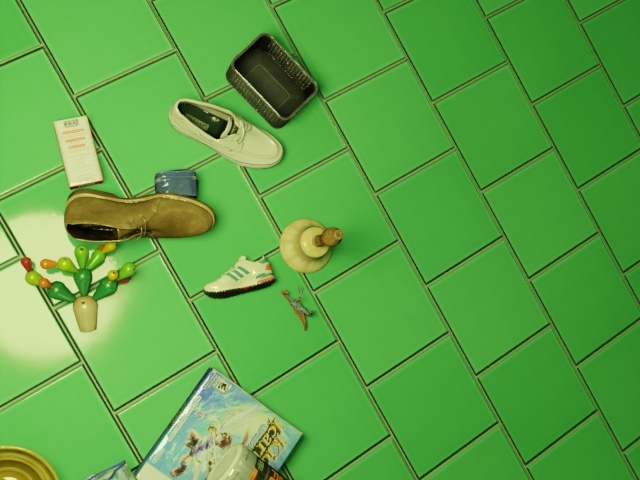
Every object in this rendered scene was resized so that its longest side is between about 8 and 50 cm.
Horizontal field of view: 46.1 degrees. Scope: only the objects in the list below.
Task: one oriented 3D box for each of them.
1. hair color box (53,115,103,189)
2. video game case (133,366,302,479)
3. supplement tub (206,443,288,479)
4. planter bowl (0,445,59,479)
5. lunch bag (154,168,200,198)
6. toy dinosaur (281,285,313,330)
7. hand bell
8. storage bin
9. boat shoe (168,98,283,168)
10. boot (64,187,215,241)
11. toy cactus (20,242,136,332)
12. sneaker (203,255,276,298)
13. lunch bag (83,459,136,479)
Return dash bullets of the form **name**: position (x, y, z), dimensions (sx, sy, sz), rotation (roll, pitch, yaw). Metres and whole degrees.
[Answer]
- **hair color box**: position (-0.507, -0.183, 1.575), dimensions (0.071, 0.043, 0.141), rotation (-14, 89, -17)
- **video game case**: position (-0.211, 0.448, 1.584), dimensions (0.244, 0.061, 0.270), rotation (38, 75, -10)
- **supplement tub**: position (-0.126, 0.508, 1.510), dimensions (0.190, 0.117, 0.117), rotation (41, 75, -12)
- **planter bowl**: position (-0.608, 0.498, 1.444), dimensions (0.217, 0.090, 0.217), rotation (2, 84, -17)
- **lunch bag**: position (-0.306, -0.121, 1.615), dimensions (0.098, 0.067, 0.065), rotation (-6, 86, -17)
- **toy dinosaur**: position (-0.056, 0.145, 1.676), dimensions (0.082, 0.047, 0.090), rotation (22, 88, 5)
- **hand bell**: position (0.000, 0.000, 1.601), dimensions (0.126, 0.242, 0.126), rotation (2, 84, -16)
- **storage bin**: position (-0.111, -0.357, 1.691), dimensions (0.180, 0.084, 0.122), rotation (45, 74, -7)
- **boat shoe**: position (-0.201, -0.240, 1.648), dimensions (0.267, 0.088, 0.096), rotation (27, 77, -12)
- **boot**: position (-0.369, -0.032, 1.544), dimensions (0.305, 0.115, 0.112), rotation (3, 123, -11)
- **toy cactus**: position (-0.488, 0.095, 1.534), dimensions (0.218, 0.112, 0.181), rotation (-6, 105, -20)
- **sneaker**: position (-0.182, 0.076, 1.643), dimensions (0.161, 0.057, 0.075), rotation (-12, 71, -16)
- **lunch bag**: position (-0.426, 0.529, 1.491), dimensions (0.151, 0.096, 0.129), rotation (-30, 93, 16)
